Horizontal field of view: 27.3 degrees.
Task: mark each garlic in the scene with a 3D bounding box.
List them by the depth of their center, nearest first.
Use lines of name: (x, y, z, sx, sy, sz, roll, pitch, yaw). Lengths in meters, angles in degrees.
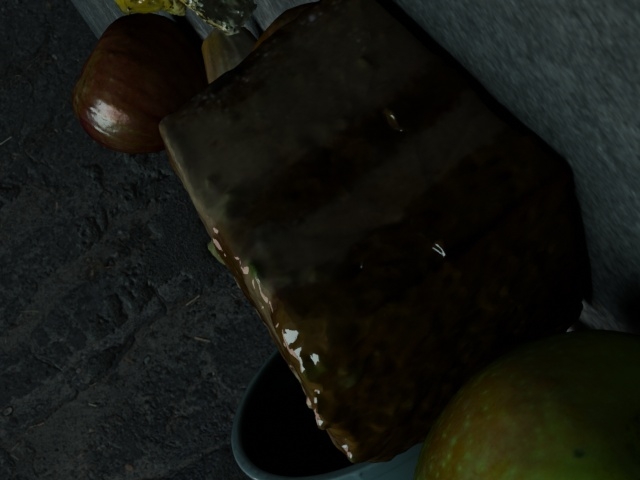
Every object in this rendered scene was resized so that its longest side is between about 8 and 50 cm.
garlic: (-0.065, -0.138, 1.353, 0.195, 0.087, 0.101, 62, -176, -69)

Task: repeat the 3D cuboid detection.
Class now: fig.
fig: (-0.223, -0.201, 1.754, 0.205, 0.205, 0.205, 53, 173, 9)

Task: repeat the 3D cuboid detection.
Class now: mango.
mango: (0.166, 0.206, 0.800, 0.225, 0.201, 0.382, 24, 145, 30)

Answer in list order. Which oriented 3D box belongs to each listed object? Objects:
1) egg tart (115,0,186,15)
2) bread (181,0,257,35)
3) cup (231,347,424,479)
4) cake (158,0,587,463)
egg tart: (-0.229, -0.333, 1.559, 0.191, 0.074, 0.191, 53, 171, 12)
bread: (-0.098, -0.238, 1.087, 0.125, 0.082, 0.106, 46, -173, -20)
cup: (0.101, 0.211, 1.176, 0.311, 0.257, 0.331, 56, 172, -24)
cake: (0.014, -0.028, 0.864, 0.293, 0.199, 0.196, 52, 175, 33)
